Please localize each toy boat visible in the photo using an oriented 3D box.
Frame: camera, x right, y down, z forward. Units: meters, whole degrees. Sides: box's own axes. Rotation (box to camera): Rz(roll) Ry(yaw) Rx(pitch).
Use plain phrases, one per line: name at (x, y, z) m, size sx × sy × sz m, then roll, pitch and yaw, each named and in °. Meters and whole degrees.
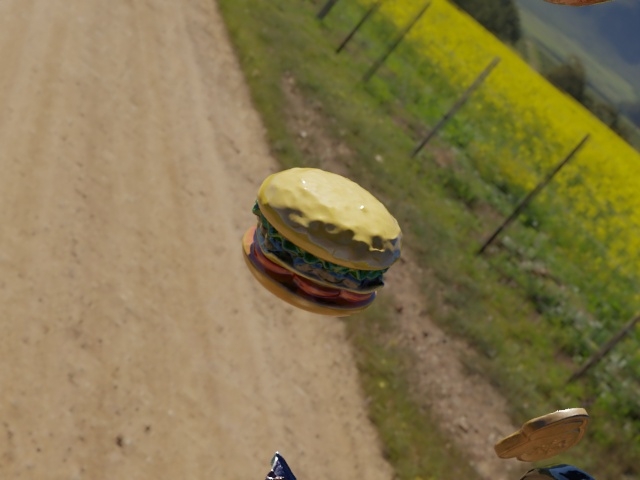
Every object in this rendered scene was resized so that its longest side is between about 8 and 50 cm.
toy boat at (-0.044, 0.183, 0.806) m, size 0.038 × 0.083 × 0.038 m, roll 26°, pitch -4°, yaw 2°

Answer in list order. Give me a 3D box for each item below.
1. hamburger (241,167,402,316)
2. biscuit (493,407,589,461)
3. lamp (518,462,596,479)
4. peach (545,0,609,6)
hamburger at (0.000, 0.000, 1.177) m, size 0.162 × 0.115 × 0.162 m, roll 21°, pitch 27°, yaw -11°
biscuit at (0.276, 0.252, 1.494) m, size 0.140 × 0.118 × 0.023 m, roll 75°, pitch -2°, yaw -62°
lamp at (0.284, 0.123, 0.683) m, size 0.108 × 0.371 × 0.130 m, roll 87°, pitch -17°, yaw -70°
peach at (0.178, -0.276, 0.736) m, size 0.232 × 0.256 × 0.232 m, roll 15°, pitch 57°, yaw -24°
